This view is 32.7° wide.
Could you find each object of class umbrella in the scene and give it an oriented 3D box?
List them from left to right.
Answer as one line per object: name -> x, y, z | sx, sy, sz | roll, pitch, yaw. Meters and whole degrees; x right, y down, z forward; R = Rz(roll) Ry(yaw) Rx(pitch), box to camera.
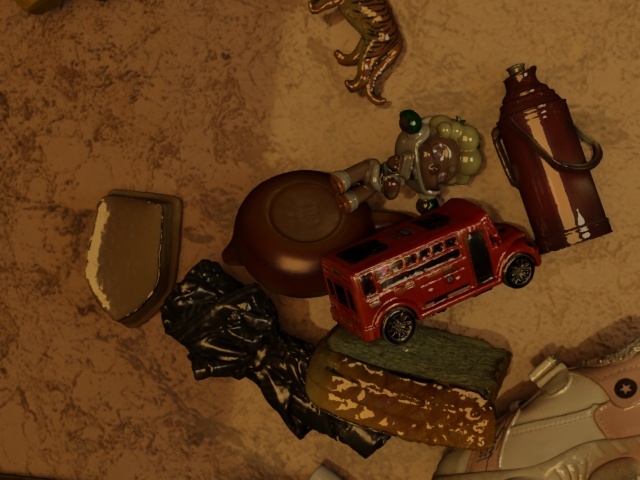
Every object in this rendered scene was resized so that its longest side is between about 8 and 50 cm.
umbrella -> -0.067, 0.173, 1.404 | 0.336, 0.128, 0.154 | 48, 124, -5

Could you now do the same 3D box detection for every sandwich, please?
sandwich -> 0.108, 0.163, 1.299 | 0.226, 0.251, 0.087 | 17, 101, 10

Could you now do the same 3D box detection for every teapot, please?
teapot -> 0.000, 0.000, 1.390 | 0.252, 0.135, 0.178 | -2, 59, -6

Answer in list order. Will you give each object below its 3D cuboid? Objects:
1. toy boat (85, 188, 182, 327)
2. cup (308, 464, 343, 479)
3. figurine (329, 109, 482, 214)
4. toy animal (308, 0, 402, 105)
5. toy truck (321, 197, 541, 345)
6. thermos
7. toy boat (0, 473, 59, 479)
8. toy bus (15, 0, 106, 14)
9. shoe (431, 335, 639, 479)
toy boat -> -0.254, 0.028, 1.468 | 0.116, 0.061, 0.188 | 8, 94, 11
cup -> -0.077, 0.416, 1.402 | 0.173, 0.167, 0.299 | 34, 72, 18
figurine -> 0.110, -0.090, 1.335 | 0.197, 0.093, 0.147 | -30, 122, -25
toy animal -> 0.044, -0.290, 1.392 | 0.099, 0.057, 0.241 | -26, 86, 12
toy truck -> 0.134, 0.027, 1.303 | 0.253, 0.107, 0.114 | -23, 111, -18
thermos -> 0.272, -0.104, 1.337 | 0.124, 0.099, 0.232 | -23, 85, 50
toy boat -> -0.423, 0.396, 1.508 | 0.321, 0.089, 0.121 | 3, 99, 10
toy bus -> -0.266, -0.418, 1.424 | 0.335, 0.121, 0.123 | -43, 91, 10
shoe -> 0.303, 0.241, 1.318 | 0.351, 0.172, 0.198 | -14, 52, 30
